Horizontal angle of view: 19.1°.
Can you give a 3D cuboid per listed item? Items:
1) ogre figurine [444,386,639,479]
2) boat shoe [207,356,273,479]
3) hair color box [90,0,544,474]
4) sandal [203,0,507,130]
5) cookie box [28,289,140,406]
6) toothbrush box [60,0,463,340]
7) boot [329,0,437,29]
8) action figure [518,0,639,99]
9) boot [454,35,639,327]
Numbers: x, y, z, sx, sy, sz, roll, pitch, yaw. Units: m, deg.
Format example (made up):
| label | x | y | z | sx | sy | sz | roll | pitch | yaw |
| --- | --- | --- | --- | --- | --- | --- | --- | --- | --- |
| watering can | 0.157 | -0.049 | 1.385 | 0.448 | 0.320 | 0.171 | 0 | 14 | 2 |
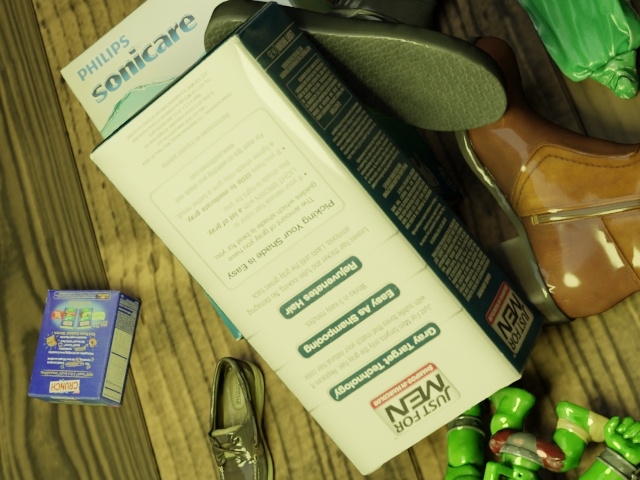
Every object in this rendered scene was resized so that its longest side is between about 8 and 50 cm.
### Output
| label | x | y | z | sx | sy | sz | roll | pitch | yaw |
| --- | --- | --- | --- | --- | --- | --- | --- | --- | --- |
| ogre figurine | 0.165 | 0.183 | 1.522 | 0.197 | 0.097 | 0.118 | 18 | 71 | 25 |
| boat shoe | -0.078 | 0.178 | 1.706 | 0.056 | 0.049 | 0.152 | -19 | 64 | 25 |
| hair color box | 0.000 | 0.000 | 1.526 | 0.174 | 0.105 | 0.347 | -36 | 98 | 29 |
| sandal | 0.033 | -0.158 | 1.553 | 0.254 | 0.097 | 0.054 | 15 | 51 | 4 |
| cookie box | -0.229 | 0.104 | 1.836 | 0.092 | 0.040 | 0.107 | 0 | 73 | 33 |
| toothbrush box | -0.052 | -0.094 | 1.680 | 0.216 | 0.126 | 0.295 | -37 | 82 | 16 |
| boot | 0.014 | -0.253 | 1.783 | 0.246 | 0.083 | 0.161 | 21 | 81 | 20 |
| action figure | 0.221 | -0.220 | 1.652 | 0.137 | 0.063 | 0.232 | -30 | 66 | 19 |
| boot | 0.258 | -0.081 | 1.550 | 0.280 | 0.096 | 0.264 | -19 | 67 | 25 |
